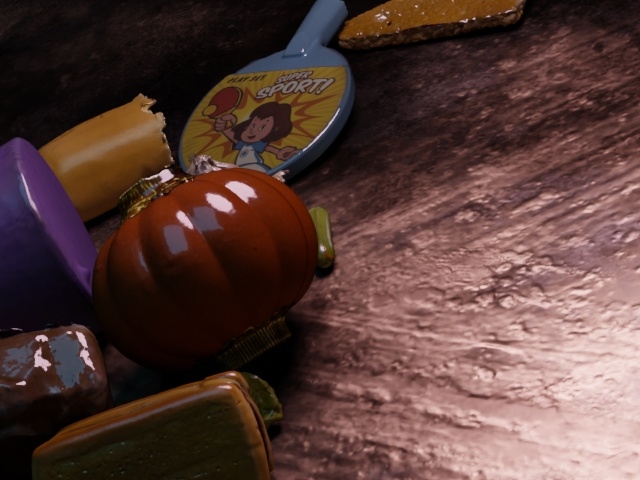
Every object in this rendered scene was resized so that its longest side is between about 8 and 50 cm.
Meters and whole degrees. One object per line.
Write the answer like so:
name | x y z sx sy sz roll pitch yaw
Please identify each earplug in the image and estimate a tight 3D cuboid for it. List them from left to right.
earplug | -0.448 0.089 1.545 0.456 0.215 0.215 -27 33 2

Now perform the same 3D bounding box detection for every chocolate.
chocolate | -0.290 0.160 1.347 0.214 0.148 0.093 -12 47 -11

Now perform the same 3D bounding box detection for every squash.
squash | 0.000 0.000 1.540 0.027 0.027 0.083 -18 34 9

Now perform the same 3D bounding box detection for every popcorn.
popcorn | -0.075 0.146 1.354 0.083 0.059 0.068 -3 38 14

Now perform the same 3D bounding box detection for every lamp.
lamp | -0.108 0.027 1.414 0.223 0.196 0.223 -33 -3 -2

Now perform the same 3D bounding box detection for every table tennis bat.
table tennis bat | -0.047 -0.170 1.777 0.215 0.044 0.329 -1 46 33

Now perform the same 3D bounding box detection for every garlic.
garlic | -0.094 -0.049 1.620 0.113 0.094 0.074 -16 59 35

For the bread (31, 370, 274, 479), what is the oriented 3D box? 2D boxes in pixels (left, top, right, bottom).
bread | -0.139 0.193 1.287 0.200 0.116 0.077 -20 9 6

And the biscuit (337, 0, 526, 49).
biscuit | 0.143 -0.285 1.852 0.237 0.026 0.131 -7 37 28

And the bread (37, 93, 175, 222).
bread | -0.256 -0.095 1.777 0.173 0.085 0.134 -29 33 -8
